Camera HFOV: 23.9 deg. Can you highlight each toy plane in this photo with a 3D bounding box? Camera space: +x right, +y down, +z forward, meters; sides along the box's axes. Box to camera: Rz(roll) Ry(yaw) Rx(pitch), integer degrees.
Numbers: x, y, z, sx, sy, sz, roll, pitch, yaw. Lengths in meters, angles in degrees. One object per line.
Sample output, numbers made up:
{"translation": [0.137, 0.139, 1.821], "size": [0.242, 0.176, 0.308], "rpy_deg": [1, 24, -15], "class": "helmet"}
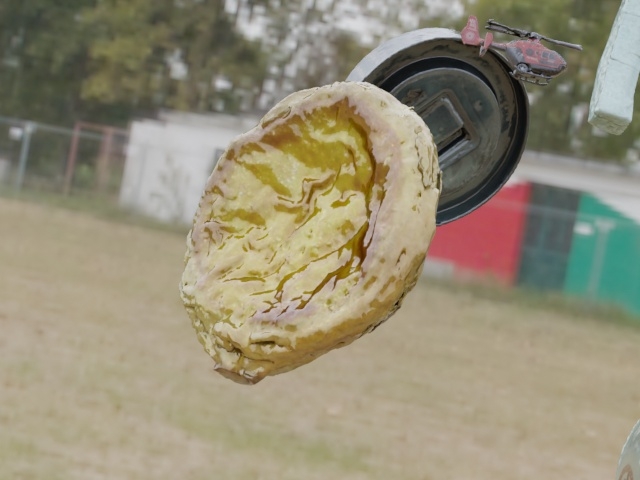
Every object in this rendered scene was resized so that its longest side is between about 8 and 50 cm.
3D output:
{"translation": [0.235, -0.223, 1.780], "size": [0.145, 0.060, 0.037], "rpy_deg": [16, -8, -1], "class": "toy plane"}

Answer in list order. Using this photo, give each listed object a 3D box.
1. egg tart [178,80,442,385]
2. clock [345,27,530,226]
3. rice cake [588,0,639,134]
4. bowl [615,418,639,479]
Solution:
{"translation": [0.000, -0.004, 1.556], "size": [0.341, 0.341, 0.129], "rpy_deg": [12, -18, 40], "class": "egg tart"}
{"translation": [0.167, -0.174, 2.330], "size": [0.319, 0.319, 0.066], "rpy_deg": [10, 24, -24], "class": "clock"}
{"translation": [0.331, -0.225, 1.586], "size": [0.045, 0.245, 0.042], "rpy_deg": [22, -20, -2], "class": "rice cake"}
{"translation": [0.546, 0.309, 1.961], "size": [0.337, 0.337, 0.157], "rpy_deg": [11, -19, 21], "class": "bowl"}
